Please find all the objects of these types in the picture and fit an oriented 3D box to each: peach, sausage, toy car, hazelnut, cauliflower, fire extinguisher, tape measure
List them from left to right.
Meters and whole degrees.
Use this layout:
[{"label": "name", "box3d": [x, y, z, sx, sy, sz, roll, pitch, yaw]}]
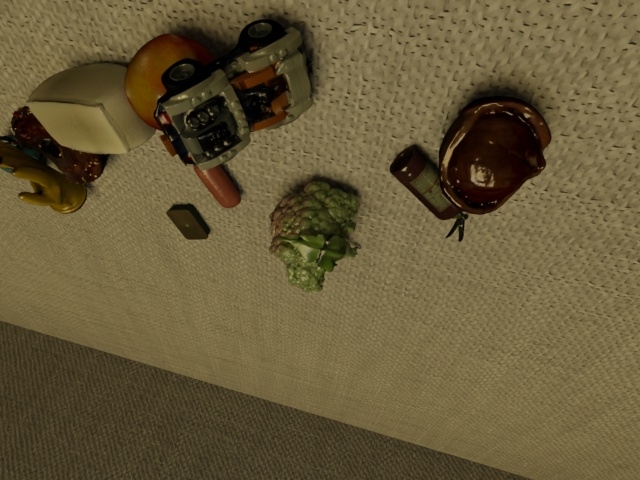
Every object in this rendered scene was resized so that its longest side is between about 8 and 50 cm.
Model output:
[{"label": "tape measure", "box3d": [-0.849, -0.238, 1.179, 0.125, 0.080, 0.146, 15, 147, -23]}, {"label": "peach", "box3d": [-0.283, -0.299, 0.812, 0.198, 0.197, 0.197, 11, 140, 10]}, {"label": "sausage", "box3d": [-0.261, -0.148, 1.061, 0.062, 0.062, 0.154, -8, 133, 29]}, {"label": "toy car", "box3d": [-0.145, -0.243, 0.746, 0.118, 0.301, 0.193, 45, 163, 29]}, {"label": "cauliflower", "box3d": [0.000, 0.000, 1.036, 0.239, 0.256, 0.315, -11, 162, 27]}, {"label": "fire extinguisher", "box3d": [0.242, -0.089, 0.898, 0.231, 0.099, 0.071, 40, 158, -22]}, {"label": "hazelnut", "box3d": [0.297, -0.155, 0.743, 0.170, 0.160, 0.201, -4, 138, -13]}]

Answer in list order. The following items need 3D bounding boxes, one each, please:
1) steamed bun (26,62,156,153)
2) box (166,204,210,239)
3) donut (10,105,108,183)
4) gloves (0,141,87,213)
[{"label": "steamed bun", "box3d": [-0.473, -0.287, 0.904, 0.242, 0.164, 0.146, 9, 141, 20]}, {"label": "box", "box3d": [-0.390, -0.054, 1.247, 0.091, 0.031, 0.126, -3, 136, 25]}, {"label": "donut", "box3d": [-0.649, -0.259, 1.065, 0.230, 0.095, 0.216, 35, 137, -19]}, {"label": "gloves", "box3d": [-0.752, -0.166, 1.100, 0.133, 0.116, 0.294, 34, 170, 7]}]
